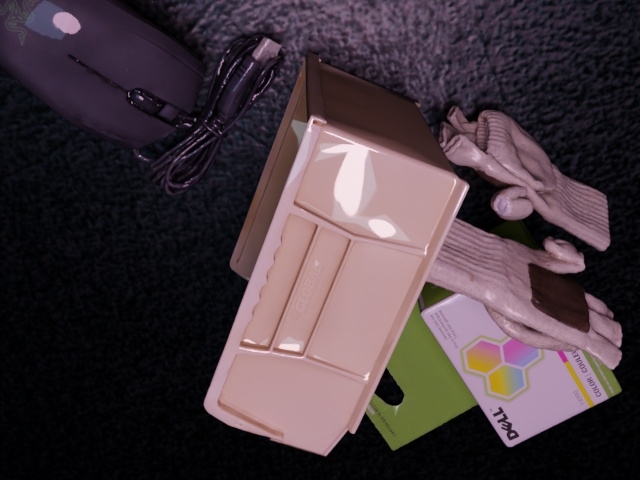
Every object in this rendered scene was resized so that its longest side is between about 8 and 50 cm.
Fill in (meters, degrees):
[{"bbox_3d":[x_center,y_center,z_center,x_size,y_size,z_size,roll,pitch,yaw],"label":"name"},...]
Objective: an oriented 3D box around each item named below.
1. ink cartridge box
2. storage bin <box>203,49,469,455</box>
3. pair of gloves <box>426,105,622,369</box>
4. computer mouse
[{"bbox_3d":[0.145,0.125,0.837,0.255,0.097,0.189,-31,109,11],"label":"ink cartridge box"},{"bbox_3d":[0.000,0.000,0.700,0.123,0.262,0.260,19,111,-10],"label":"storage bin"},{"bbox_3d":[0.184,-0.016,0.715,0.204,0.240,0.042,32,135,-12],"label":"pair of gloves"},{"bbox_3d":[-0.178,-0.155,0.702,0.272,0.072,0.188,30,111,-28],"label":"computer mouse"}]
